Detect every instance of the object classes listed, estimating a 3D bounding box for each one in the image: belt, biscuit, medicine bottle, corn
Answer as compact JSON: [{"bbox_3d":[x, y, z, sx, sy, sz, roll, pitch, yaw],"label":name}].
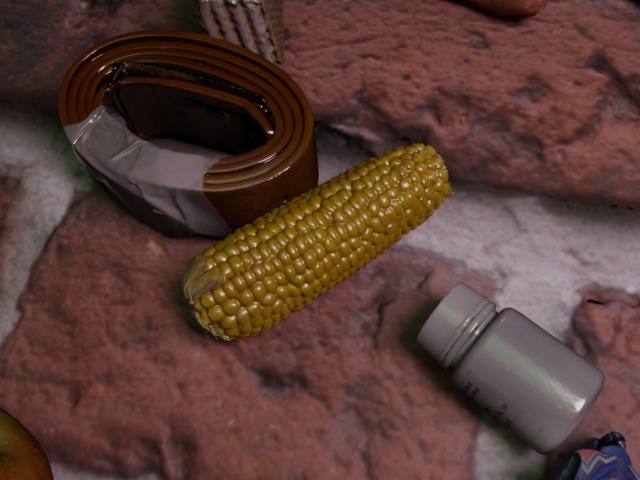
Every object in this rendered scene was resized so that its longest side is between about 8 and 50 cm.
[{"bbox_3d":[-0.128,-0.102,0.582,0.261,0.105,0.184,17,67,11],"label":"belt"},{"bbox_3d":[-0.093,-0.389,0.689,0.078,0.144,0.426,-6,67,6],"label":"biscuit"},{"bbox_3d":[0.146,0.097,0.468,0.130,0.080,0.080,39,76,21],"label":"medicine bottle"},{"bbox_3d":[-0.001,-0.001,0.526,0.260,0.091,0.091,-30,25,-7],"label":"corn"}]

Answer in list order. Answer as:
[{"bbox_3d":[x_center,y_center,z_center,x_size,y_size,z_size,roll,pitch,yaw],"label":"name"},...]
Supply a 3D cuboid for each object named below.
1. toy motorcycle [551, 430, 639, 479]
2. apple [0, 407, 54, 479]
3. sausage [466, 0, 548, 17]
[{"bbox_3d":[0.164,0.214,0.394,0.076,0.114,0.205,32,73,18],"label":"toy motorcycle"},{"bbox_3d":[-0.303,0.199,0.434,0.182,0.182,0.155,38,93,21],"label":"apple"},{"bbox_3d":[0.113,-0.322,0.666,0.304,0.078,0.078,23,71,15],"label":"sausage"}]
